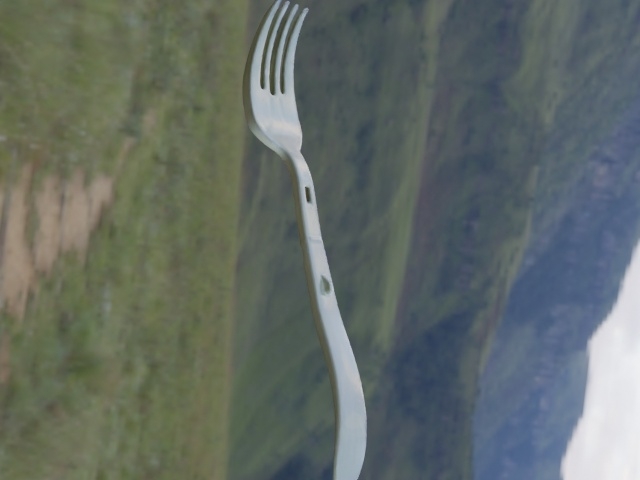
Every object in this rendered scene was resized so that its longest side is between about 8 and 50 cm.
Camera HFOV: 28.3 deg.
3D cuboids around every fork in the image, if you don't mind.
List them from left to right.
[{"bbox_3d":[-0.006,0.001,0.566,0.034,0.028,0.220,9,70,-61],"label":"fork"}]
